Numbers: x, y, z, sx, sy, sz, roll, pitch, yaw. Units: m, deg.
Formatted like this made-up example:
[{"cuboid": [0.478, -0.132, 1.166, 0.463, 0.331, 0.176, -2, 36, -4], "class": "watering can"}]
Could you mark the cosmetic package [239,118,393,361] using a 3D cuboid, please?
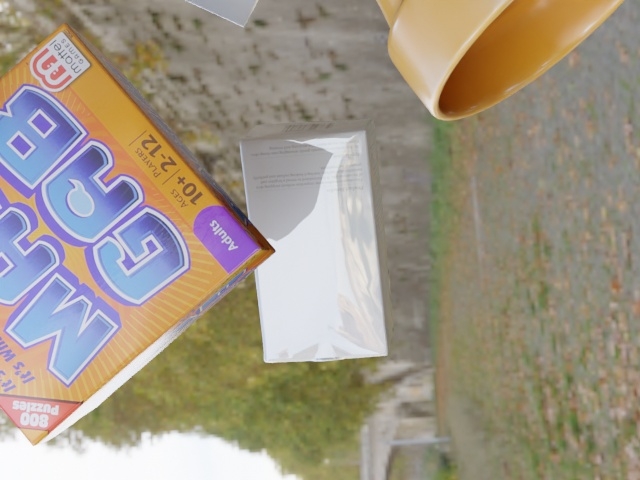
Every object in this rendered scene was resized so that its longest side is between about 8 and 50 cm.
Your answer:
[{"cuboid": [0.000, 0.000, 1.845, 0.156, 0.217, 0.385, -62, -31, -73], "class": "cosmetic package"}]

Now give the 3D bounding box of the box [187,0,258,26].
[{"cuboid": [-0.155, -0.400, 1.542, 0.091, 0.170, 0.130, -54, 18, 43], "class": "box"}]

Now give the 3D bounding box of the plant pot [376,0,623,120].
[{"cuboid": [0.103, -0.220, 0.767, 0.188, 0.205, 0.205, 53, 177, 14], "class": "plant pot"}]

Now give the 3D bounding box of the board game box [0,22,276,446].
[{"cuboid": [-0.312, -0.005, 1.454, 0.356, 0.356, 0.356, 49, 179, 1], "class": "board game box"}]
